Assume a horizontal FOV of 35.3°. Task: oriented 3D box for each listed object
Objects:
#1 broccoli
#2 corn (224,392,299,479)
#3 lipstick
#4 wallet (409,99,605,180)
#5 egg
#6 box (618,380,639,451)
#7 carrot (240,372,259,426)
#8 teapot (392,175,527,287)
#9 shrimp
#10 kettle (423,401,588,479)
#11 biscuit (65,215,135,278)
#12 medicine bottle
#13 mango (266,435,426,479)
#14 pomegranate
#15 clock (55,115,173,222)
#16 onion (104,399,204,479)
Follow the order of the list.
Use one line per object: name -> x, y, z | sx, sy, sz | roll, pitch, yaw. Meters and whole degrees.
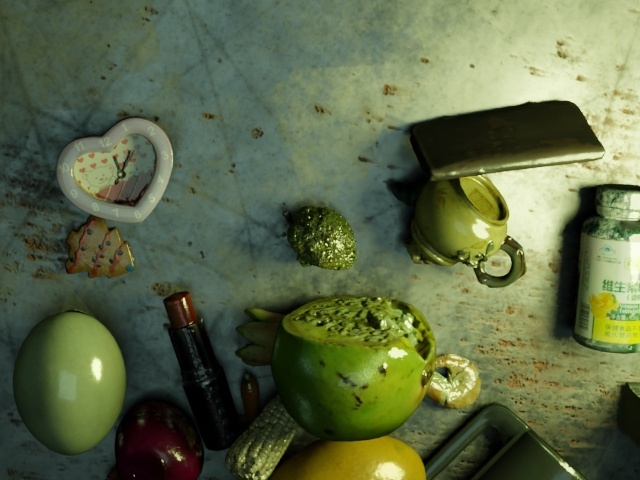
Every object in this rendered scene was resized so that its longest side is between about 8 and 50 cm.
broccoli -> 0.000, 0.000, 1.755 | 0.131, 0.130, 0.120 | -8, 149, -32
corn -> -0.090, 0.340, 1.801 | 0.087, 0.087, 0.211 | 43, 58, -13
lipstick -> -0.213, 0.231, 1.787 | 0.081, 0.081, 0.299 | -18, 104, -3
wallet -> 0.316, -0.170, 1.737 | 0.310, 0.165, 0.042 | -9, 128, -6
egg -> -0.424, 0.243, 1.707 | 0.187, 0.186, 0.253 | 2, 99, -8
box -> 0.669, 0.346, 1.832 | 0.178, 0.274, 0.138 | 3, 100, -1
carrot -> -0.124, 0.304, 1.839 | 0.035, 0.035, 0.142 | -9, 110, -5
teapot -> 0.236, -0.015, 1.762 | 0.269, 0.173, 0.182 | 46, 123, 0
shrimp -> 0.217, 0.252, 1.866 | 0.180, 0.041, 0.099 | 23, 97, -11
kettle -> 0.332, 0.500, 1.881 | 0.308, 0.262, 0.203 | -49, 138, 1
biscuit -> -0.381, 0.020, 1.754 | 0.130, 0.019, 0.119 | 25, 98, -12
medicine bottle -> 0.536, 0.047, 1.814 | 0.142, 0.141, 0.293 | 1, 101, -7
mango -> 0.005, 0.529, 1.805 | 0.446, 0.232, 0.300 | -45, 100, -3
pomegranate -> 0.022, 0.224, 1.730 | 0.359, 0.310, 0.216 | 4, 107, 25
clock -> -0.338, -0.112, 1.709 | 0.198, 0.064, 0.172 | -24, 103, -2
onion -> -0.307, 0.392, 1.781 | 0.198, 0.135, 0.173 | -42, 97, 6
